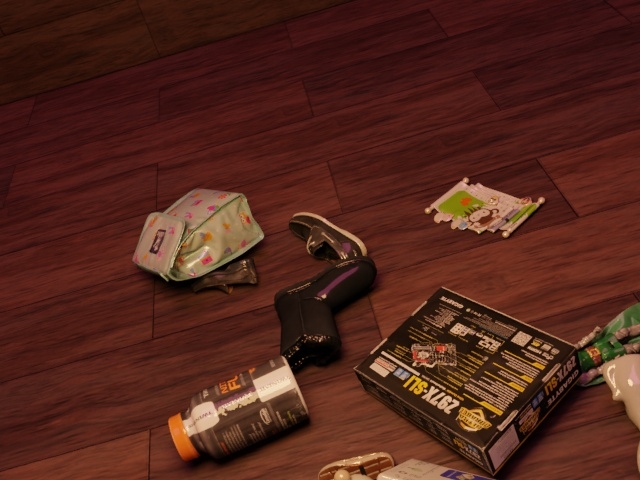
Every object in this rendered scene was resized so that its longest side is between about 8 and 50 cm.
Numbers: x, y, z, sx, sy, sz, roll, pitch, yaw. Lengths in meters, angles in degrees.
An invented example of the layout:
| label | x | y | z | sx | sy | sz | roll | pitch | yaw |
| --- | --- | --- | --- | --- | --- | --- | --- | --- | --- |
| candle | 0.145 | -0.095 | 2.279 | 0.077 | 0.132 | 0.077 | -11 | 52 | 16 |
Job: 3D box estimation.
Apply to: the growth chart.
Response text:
| label | x | y | z | sx | sy | sz | roll | pitch | yaw |
| --- | --- | --- | --- | --- | --- | --- | --- | --- | --- |
| growth chart | 0.379 | -0.075 | 1.719 | 0.237 | 0.021 | 0.172 | 23 | 55 | 39 |

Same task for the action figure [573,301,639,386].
| label | x | y | z | sx | sy | sz | roll | pitch | yaw |
| --- | --- | --- | --- | --- | --- | --- | --- | --- | --- |
| action figure | 0.518 | 0.200 | 1.321 | 0.232 | 0.063 | 0.137 | -24 | 43 | -3 |

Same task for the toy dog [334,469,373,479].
| label | x | y | z | sx | sy | sz | roll | pitch | yaw |
| --- | --- | --- | --- | --- | --- | --- | --- | --- | --- |
| toy dog | -0.029 | 0.442 | 1.045 | 0.220 | 0.161 | 0.334 | -28 | 14 | 15 |

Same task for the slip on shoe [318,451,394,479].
| label | x | y | z | sx | sy | sz | roll | pitch | yaw |
| --- | --- | --- | --- | --- | --- | --- | --- | --- | --- |
| slip on shoe | 0.063 | 0.397 | 1.272 | 0.135 | 0.051 | 0.041 | -21 | -1 | 8 |

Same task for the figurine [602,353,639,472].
| label | x | y | z | sx | sy | sz | roll | pitch | yaw |
| --- | --- | --- | --- | --- | --- | --- | --- | --- | --- |
| figurine | 0.590 | 0.281 | 1.183 | 0.215 | 0.092 | 0.209 | -10 | 44 | 10 |

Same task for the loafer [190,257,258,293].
| label | x | y | z | sx | sy | sz | roll | pitch | yaw |
| --- | --- | --- | --- | --- | --- | --- | --- | --- | --- |
| loafer | -0.225 | 0.096 | 1.708 | 0.170 | 0.061 | 0.062 | -21 | -5 | 20 |

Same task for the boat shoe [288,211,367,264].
| label | x | y | z | sx | sy | sz | roll | pitch | yaw |
| --- | --- | --- | --- | --- | --- | --- | --- | --- | --- |
| boat shoe | 0.000 | 0.000 | 1.718 | 0.079 | 0.084 | 0.233 | -40 | 47 | -25 |

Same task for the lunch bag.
| label | x | y | z | sx | sy | sz | roll | pitch | yaw |
| --- | --- | --- | --- | --- | --- | --- | --- | --- | --- |
| lunch bag | -0.311 | -0.005 | 1.755 | 0.262 | 0.160 | 0.223 | -38 | 28 | -27 |

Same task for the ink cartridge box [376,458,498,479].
| label | x | y | z | sx | sy | sz | roll | pitch | yaw |
| --- | --- | --- | --- | --- | --- | --- | --- | --- | --- |
| ink cartridge box | 0.262 | 0.404 | 1.097 | 0.332 | 0.165 | 0.065 | 5 | 85 | 27 |

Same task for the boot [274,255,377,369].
| label | x | y | z | sx | sy | sz | roll | pitch | yaw |
| --- | --- | --- | --- | --- | --- | --- | --- | --- | --- |
| boot | 0.022 | 0.153 | 1.521 | 0.246 | 0.094 | 0.207 | -23 | 36 | 4 |

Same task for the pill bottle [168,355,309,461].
| label | x | y | z | sx | sy | sz | roll | pitch | yaw |
| --- | --- | --- | --- | --- | --- | --- | --- | --- | --- |
| pill bottle | -0.155 | 0.322 | 1.365 | 0.245 | 0.130 | 0.130 | -23 | 40 | -8 |

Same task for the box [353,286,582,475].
| label | x | y | z | sx | sy | sz | roll | pitch | yaw |
| --- | --- | --- | --- | --- | --- | --- | --- | --- | --- |
| box | 0.259 | 0.235 | 1.323 | 0.257 | 0.079 | 0.322 | -41 | 38 | -21 |
